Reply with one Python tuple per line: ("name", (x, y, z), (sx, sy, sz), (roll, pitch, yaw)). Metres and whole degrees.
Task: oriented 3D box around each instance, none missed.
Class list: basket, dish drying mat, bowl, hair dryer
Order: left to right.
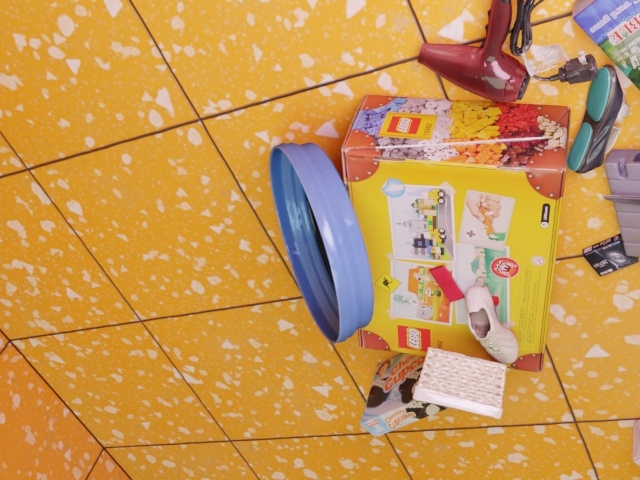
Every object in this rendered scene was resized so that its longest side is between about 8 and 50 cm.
("bowl", (0.000, 0.000, 1.549), (0.077, 0.391, 0.391), (-17, 131, -12))
("dish drying mat", (0.231, 0.078, 1.485), (0.032, 0.008, 0.083), (-19, 120, 32))
("basket", (0.267, 0.269, 1.550), (0.167, 0.103, 0.113), (11, 172, 9))
("hair dryer", (0.288, -0.327, 1.321), (0.294, 0.080, 0.223), (-13, 118, 40))

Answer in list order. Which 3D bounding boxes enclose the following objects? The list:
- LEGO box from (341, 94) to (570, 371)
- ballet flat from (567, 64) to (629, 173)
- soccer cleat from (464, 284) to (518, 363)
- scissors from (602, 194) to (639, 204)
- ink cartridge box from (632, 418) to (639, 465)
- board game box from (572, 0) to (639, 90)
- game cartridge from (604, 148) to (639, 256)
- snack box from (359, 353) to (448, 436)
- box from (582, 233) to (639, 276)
("LEGO box", (0.256, -0.003, 1.544), (0.373, 0.193, 0.500), (7, 132, 15))
("ballet flat", (0.478, -0.204, 1.378), (0.074, 0.074, 0.203), (14, 127, 9))
("soccer cleat", (0.307, 0.167, 1.488), (0.068, 0.076, 0.196), (-13, 125, 29))
("scissors", (0.621, -0.064, 1.349), (0.297, 0.021, 0.109), (22, 146, 28))
("ink cartridge box", (0.853, 0.431, 1.752), (0.207, 0.117, 0.283), (34, 133, -10))
("board game box", (0.605, -0.332, 1.210), (0.318, 0.066, 0.319), (40, 132, -15))
("game cartridge", (0.678, -0.050, 1.373), (0.355, 0.068, 0.230), (7, 139, 41))
("snack box", (0.236, 0.310, 1.831), (0.060, 0.187, 0.322), (43, 130, -17))
("box", (0.561, 0.029, 1.577), (0.083, 0.018, 0.067), (-27, 116, 37))
